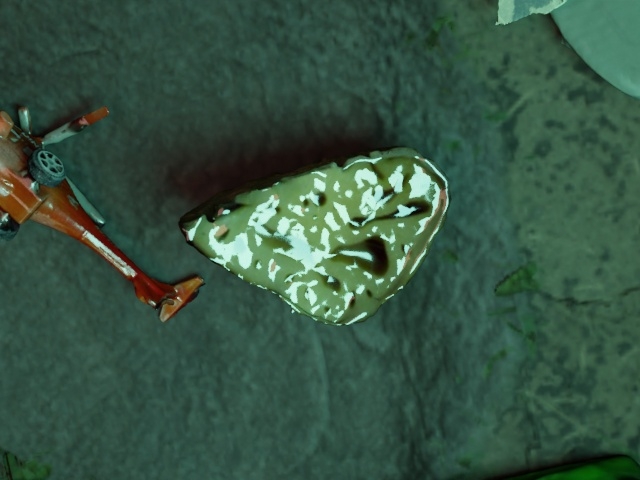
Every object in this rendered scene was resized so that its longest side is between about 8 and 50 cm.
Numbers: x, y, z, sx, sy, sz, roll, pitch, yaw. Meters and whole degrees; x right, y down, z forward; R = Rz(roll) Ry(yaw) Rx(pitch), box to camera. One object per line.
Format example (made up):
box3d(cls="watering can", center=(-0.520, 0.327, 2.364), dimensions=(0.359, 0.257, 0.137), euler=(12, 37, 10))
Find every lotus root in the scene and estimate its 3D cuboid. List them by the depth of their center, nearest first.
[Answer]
box3d(cls="lotus root", center=(-0.001, -0.003, 0.835), dimensions=(0.159, 0.135, 0.095), euler=(-11, 99, -1))

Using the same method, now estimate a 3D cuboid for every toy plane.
box3d(cls="toy plane", center=(-0.173, -0.014, 0.896), dimensions=(0.126, 0.077, 0.194), euler=(-23, 104, 22))

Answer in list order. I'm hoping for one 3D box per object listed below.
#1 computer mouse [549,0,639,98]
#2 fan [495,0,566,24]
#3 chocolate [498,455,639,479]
box3d(cls="computer mouse", center=(0.230, -0.184, 0.788), dimensions=(0.231, 0.079, 0.128), euler=(-36, 78, 31))
box3d(cls="fan", center=(0.155, -0.236, 0.792), dimensions=(0.131, 0.009, 0.240), euler=(23, 99, 44))
box3d(cls="chocolate", center=(0.045, 0.299, 0.775), dimensions=(0.341, 0.360, 0.162), euler=(-13, 110, 13))
